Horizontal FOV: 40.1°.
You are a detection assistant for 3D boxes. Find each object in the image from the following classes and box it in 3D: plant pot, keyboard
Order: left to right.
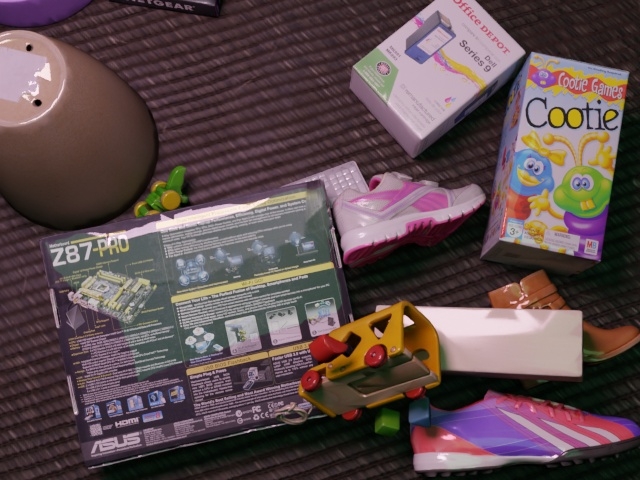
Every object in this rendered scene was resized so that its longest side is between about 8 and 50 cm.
[{"bbox_3d":[-0.374,-0.169,1.195,0.256,0.274,0.256,0,77,0],"label":"plant pot"},{"bbox_3d":[-0.057,-0.050,1.287,0.256,0.014,0.072,-20,46,-4],"label":"keyboard"}]

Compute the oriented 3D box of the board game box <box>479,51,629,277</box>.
[{"bbox_3d":[0.331,-0.103,1.251,0.142,0.144,0.275,12,79,1],"label":"board game box"}]

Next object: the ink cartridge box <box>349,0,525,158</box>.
[{"bbox_3d":[0.173,-0.254,1.310,0.212,0.093,0.154,-39,80,-10],"label":"ink cartridge box"}]

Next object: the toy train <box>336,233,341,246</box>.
[{"bbox_3d":[0.000,0.000,1.281,0.158,0.036,0.027,8,78,2],"label":"toy train"}]

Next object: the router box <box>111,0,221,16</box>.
[{"bbox_3d":[-0.237,-0.430,1.368,0.179,0.046,0.133,9,78,2],"label":"router box"}]

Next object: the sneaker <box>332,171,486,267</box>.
[{"bbox_3d":[0.125,-0.051,1.234,0.252,0.103,0.111,-15,70,-32],"label":"sneaker"}]

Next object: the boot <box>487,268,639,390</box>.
[{"bbox_3d":[0.346,0.111,1.244,0.197,0.073,0.152,-18,74,-7],"label":"boot"}]

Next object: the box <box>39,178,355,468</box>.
[{"bbox_3d":[-0.154,0.110,1.201,0.395,0.097,0.318,-13,91,-3],"label":"box"}]

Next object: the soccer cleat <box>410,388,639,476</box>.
[{"bbox_3d":[0.281,0.254,1.197,0.318,0.108,0.116,-5,74,1],"label":"soccer cleat"}]

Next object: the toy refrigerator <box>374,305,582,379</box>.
[{"bbox_3d":[0.214,0.135,1.182,0.269,0.102,0.094,0,77,18],"label":"toy refrigerator"}]

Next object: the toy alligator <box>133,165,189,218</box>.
[{"bbox_3d":[-0.248,-0.025,1.282,0.190,0.056,0.051,-51,126,-3],"label":"toy alligator"}]

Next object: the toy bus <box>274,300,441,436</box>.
[{"bbox_3d":[0.053,0.153,1.112,0.202,0.191,0.104,8,49,-3],"label":"toy bus"}]

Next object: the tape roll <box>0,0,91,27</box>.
[{"bbox_3d":[-0.461,-0.475,1.355,0.274,0.090,0.275,0,78,-1],"label":"tape roll"}]
